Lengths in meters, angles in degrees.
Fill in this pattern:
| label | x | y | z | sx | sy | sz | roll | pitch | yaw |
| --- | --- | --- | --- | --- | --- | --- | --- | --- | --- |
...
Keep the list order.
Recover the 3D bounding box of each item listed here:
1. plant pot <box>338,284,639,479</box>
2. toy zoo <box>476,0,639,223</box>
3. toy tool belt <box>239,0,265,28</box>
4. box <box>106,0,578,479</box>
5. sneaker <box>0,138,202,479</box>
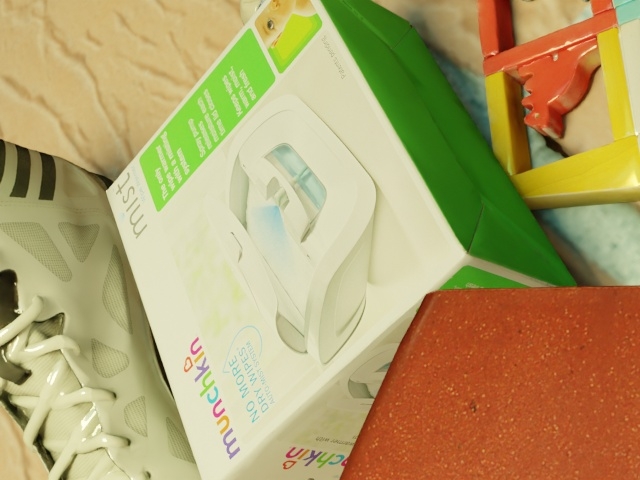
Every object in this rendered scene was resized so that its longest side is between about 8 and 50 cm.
| label | x | y | z | sx | sy | sz | roll | pitch | yaw |
| --- | --- | --- | --- | --- | --- | --- | --- | --- | --- |
| plant pot | 0.152 | 0.149 | 0.506 | 0.267 | 0.267 | 0.235 | -4 | 75 | 37 |
| toy zoo | 0.191 | -0.139 | 0.736 | 0.192 | 0.030 | 0.293 | -17 | 65 | 34 |
| toy tool belt | -0.032 | -0.163 | 0.917 | 0.083 | 0.052 | 0.051 | 38 | 131 | 43 |
| box | 0.000 | 0.000 | 0.762 | 0.231 | 0.127 | 0.262 | -44 | 50 | 25 |
| sneaker | -0.199 | 0.114 | 0.809 | 0.169 | 0.257 | 0.447 | -36 | 56 | 23 |
